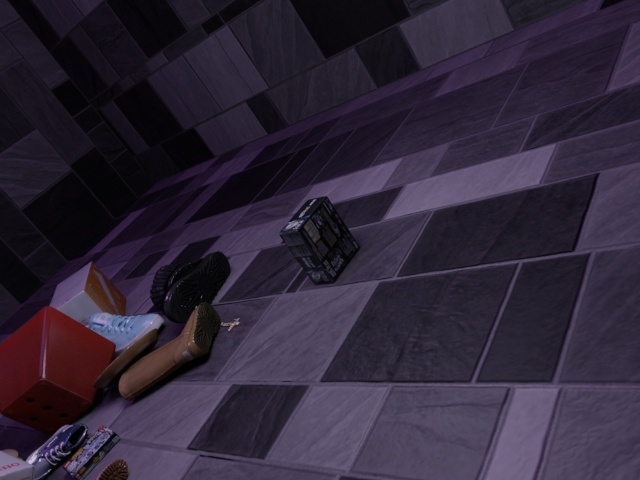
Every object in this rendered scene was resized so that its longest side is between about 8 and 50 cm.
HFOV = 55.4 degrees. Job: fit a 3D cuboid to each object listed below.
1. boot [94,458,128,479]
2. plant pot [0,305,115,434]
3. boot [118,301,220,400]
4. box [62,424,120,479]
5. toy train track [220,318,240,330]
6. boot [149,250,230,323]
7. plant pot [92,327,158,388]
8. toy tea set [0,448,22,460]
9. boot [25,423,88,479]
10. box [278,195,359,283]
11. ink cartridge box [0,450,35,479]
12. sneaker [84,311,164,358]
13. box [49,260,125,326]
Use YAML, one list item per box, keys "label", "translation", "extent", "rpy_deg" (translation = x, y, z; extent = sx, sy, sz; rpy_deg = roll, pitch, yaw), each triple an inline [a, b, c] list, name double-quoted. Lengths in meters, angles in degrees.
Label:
- label: "boot"
  translation: [-0.495, 0.552, 1.347]
  extent: [0.085, 0.059, 0.158]
  rpy_deg: [-18, 28, 47]
- label: "plant pot"
  translation: [-0.795, 0.406, 1.804]
  extent: [0.267, 0.267, 0.235]
  rpy_deg: [-38, 38, 10]
- label: "boot"
  translation: [-0.423, 0.303, 1.712]
  extent: [0.270, 0.089, 0.236]
  rpy_deg: [-33, 16, 16]
- label: "box"
  translation: [-0.576, 0.534, 1.534]
  extent: [0.094, 0.027, 0.137]
  rpy_deg: [-6, 36, 52]
- label: "toy train track"
  translation: [-0.257, 0.233, 1.712]
  extent: [0.083, 0.014, 0.048]
  rpy_deg: [-11, 32, 46]
- label: "boot"
  translation: [-0.469, 0.170, 1.977]
  extent: [0.260, 0.131, 0.348]
  rpy_deg: [-15, 18, 27]
- label: "plant pot"
  translation: [-0.556, 0.349, 1.771]
  extent: [0.236, 0.032, 0.236]
  rpy_deg: [-45, -3, -3]
- label: "toy tea set"
  translation: [-0.934, 0.707, 1.631]
  extent: [0.200, 0.124, 0.336]
  rpy_deg: [-6, 18, -7]
- label: "boot"
  translation: [-0.698, 0.557, 1.603]
  extent: [0.086, 0.069, 0.190]
  rpy_deg: [-23, 23, 35]
- label: "box"
  translation: [0.000, 0.000, 1.599]
  extent: [0.078, 0.180, 0.147]
  rpy_deg: [-8, 35, 46]
- label: "ink cartridge box"
  translation: [-0.888, 0.591, 1.475]
  extent: [0.307, 0.131, 0.226]
  rpy_deg: [8, 2, 30]
- label: "sneaker"
  translation: [-0.683, 0.298, 2.004]
  extent: [0.366, 0.150, 0.135]
  rpy_deg: [-24, 25, 24]
- label: "box"
  translation: [-0.861, 0.252, 2.265]
  extent: [0.168, 0.215, 0.345]
  rpy_deg: [-36, 22, -4]
